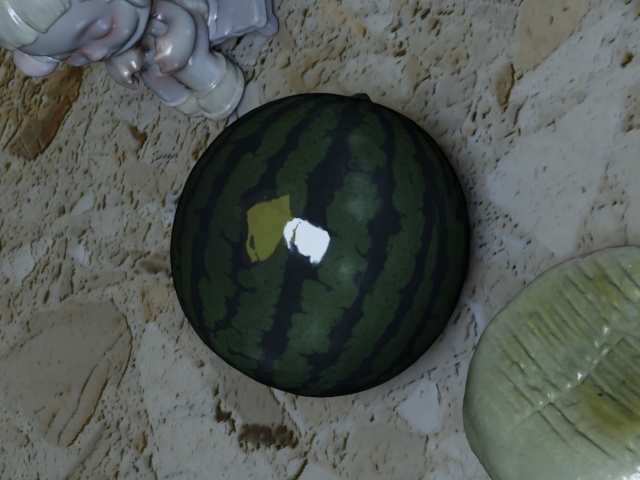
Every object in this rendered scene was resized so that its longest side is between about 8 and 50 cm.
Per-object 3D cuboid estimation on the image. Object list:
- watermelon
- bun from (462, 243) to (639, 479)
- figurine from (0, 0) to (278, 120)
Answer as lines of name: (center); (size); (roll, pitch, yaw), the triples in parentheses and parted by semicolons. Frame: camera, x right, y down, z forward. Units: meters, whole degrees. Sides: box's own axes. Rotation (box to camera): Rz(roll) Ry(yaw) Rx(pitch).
watermelon: (0.000, 0.000, 1.201); (0.212, 0.212, 0.212); (-8, 77, 38)
bun: (0.187, 0.107, 1.071); (0.178, 0.128, 0.193); (-39, 39, -1)
figurine: (-0.160, -0.189, 1.330); (0.182, 0.257, 0.144); (10, 87, 41)
